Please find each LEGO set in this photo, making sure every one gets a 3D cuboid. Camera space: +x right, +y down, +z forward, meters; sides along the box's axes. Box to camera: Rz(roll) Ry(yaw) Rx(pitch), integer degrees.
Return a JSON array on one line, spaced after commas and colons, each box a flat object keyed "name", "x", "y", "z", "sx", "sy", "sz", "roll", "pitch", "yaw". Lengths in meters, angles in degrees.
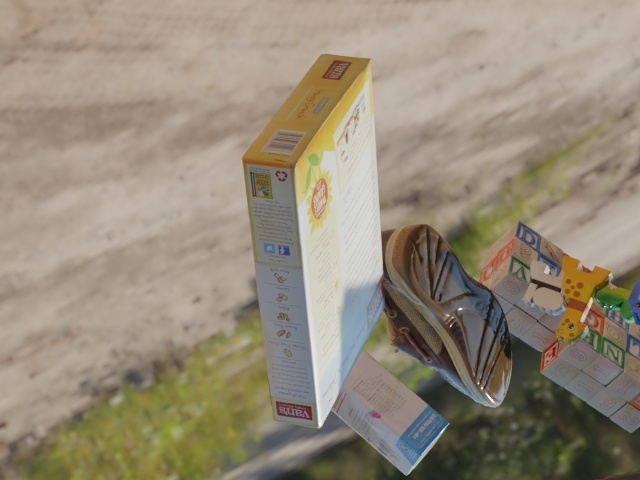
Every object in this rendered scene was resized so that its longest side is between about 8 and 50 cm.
[{"name": "LEGO set", "x": 0.317, "y": 0.088, "z": 1.817, "sx": 0.093, "sy": 0.227, "sz": 0.087, "roll": -63, "pitch": 152, "yaw": -13}]

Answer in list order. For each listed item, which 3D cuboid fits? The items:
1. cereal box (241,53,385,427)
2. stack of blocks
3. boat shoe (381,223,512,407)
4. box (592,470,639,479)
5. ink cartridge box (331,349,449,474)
[{"name": "cereal box", "x": 0.000, "y": 0.000, "z": 1.251, "sx": 0.047, "sy": 0.240, "sz": 0.173, "roll": 8, "pitch": -146, "yaw": 18}, {"name": "stack of blocks", "x": 0.368, "y": 0.124, "z": 2.342, "sx": 0.087, "sy": 0.297, "sz": 0.171, "roll": -48, "pitch": -166, "yaw": 36}, {"name": "boat shoe", "x": 0.145, "y": 0.100, "z": 2.135, "sx": 0.123, "sy": 0.123, "sz": 0.342, "roll": -1, "pitch": 144, "yaw": 36}, {"name": "box", "x": 0.487, "y": 0.528, "z": 1.960, "sx": 0.472, "sy": 0.480, "sz": 0.297, "roll": -6, "pitch": 126, "yaw": -23}, {"name": "ink cartridge box", "x": 0.070, "y": 0.210, "z": 2.084, "sx": 0.061, "sy": 0.181, "sz": 0.104, "roll": -46, "pitch": 170, "yaw": -23}]
